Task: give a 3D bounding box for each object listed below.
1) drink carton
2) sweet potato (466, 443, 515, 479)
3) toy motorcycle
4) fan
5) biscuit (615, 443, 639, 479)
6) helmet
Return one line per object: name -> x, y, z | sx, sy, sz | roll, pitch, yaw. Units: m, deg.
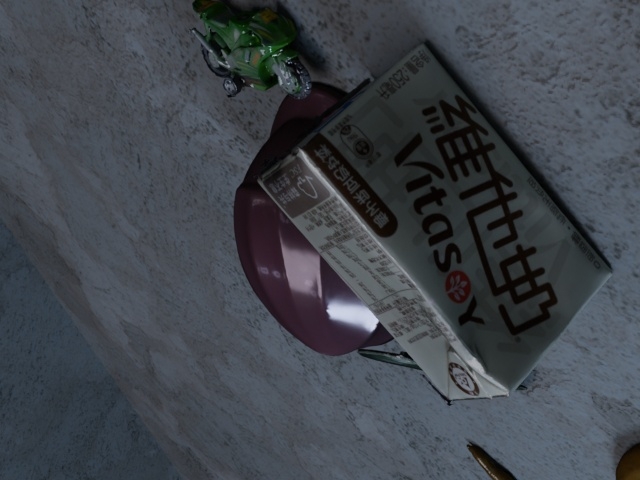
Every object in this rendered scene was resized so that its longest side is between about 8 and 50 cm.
drink carton -> 0.117, -0.016, 1.002 | 0.325, 0.194, 0.132 | 49, 156, -7
sweet potato -> 0.269, 0.357, 1.508 | 0.115, 0.026, 0.026 | 43, 154, 11
toy motorcycle -> -0.082, -0.227, 1.151 | 0.190, 0.074, 0.106 | 24, 137, 41
fan -> 0.168, 0.168, 1.243 | 0.223, 0.012, 0.294 | 15, 172, -9
biscuit -> 0.469, 0.349, 1.178 | 0.262, 0.037, 0.262 | 35, 152, 22
helmet -> 0.000, 0.000, 1.210 | 0.271, 0.197, 0.338 | 17, 143, 50
